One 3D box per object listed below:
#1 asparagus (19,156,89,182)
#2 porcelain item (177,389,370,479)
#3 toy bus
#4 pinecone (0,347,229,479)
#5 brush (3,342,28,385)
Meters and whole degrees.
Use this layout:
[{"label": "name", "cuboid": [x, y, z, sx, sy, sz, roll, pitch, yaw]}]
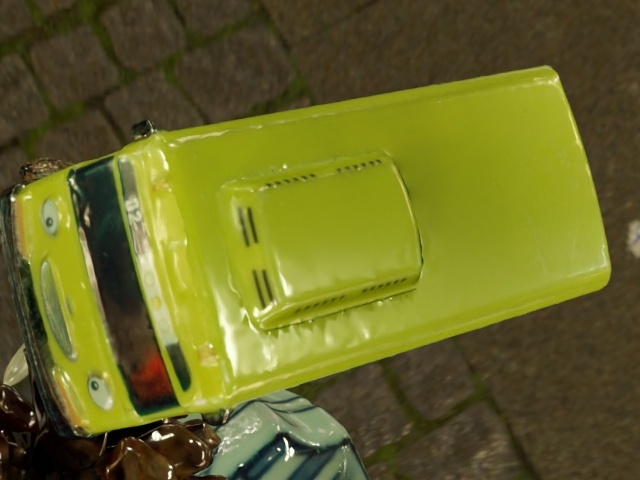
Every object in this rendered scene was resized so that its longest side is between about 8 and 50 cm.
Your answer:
[{"label": "asparagus", "cuboid": [-0.202, -0.051, 1.289, 0.036, 0.165, 0.030, 43, 104, 12]}, {"label": "porcelain item", "cuboid": [-0.077, 0.282, 1.316, 0.281, 0.157, 0.286, -38, 123, -24]}, {"label": "toy bus", "cuboid": [0.000, 0.000, 0.734, 0.262, 0.150, 0.128, -14, 89, -39]}, {"label": "pinecone", "cuboid": [-0.160, 0.173, 0.820, 0.246, 0.246, 0.292, 35, 56, 1]}, {"label": "brush", "cuboid": [-0.244, 0.056, 1.538, 0.042, 0.039, 0.299, 49, 33, -11]}]
